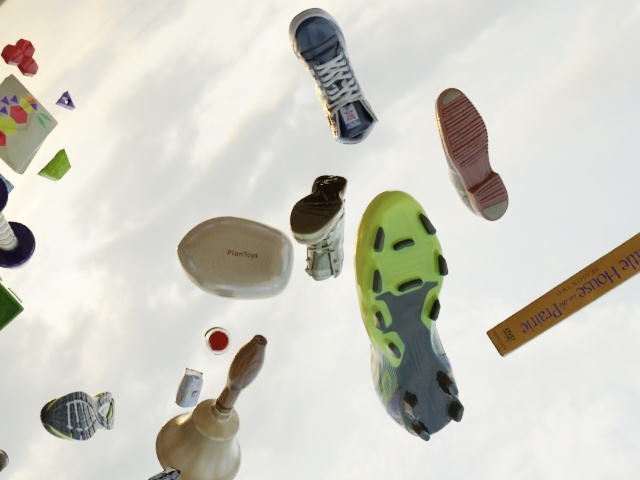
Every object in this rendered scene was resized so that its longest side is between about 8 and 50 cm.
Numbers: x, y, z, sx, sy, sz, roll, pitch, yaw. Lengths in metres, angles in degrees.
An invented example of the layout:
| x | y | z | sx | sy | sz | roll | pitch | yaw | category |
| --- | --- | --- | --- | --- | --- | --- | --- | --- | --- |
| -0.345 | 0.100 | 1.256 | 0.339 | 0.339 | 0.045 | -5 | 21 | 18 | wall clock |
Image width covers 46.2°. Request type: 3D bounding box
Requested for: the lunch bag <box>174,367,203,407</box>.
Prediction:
| x | y | z | sx | sy | sz | roll | pitch | yaw | category |
| --- | --- | --- | --- | --- | --- | --- | --- | --- | --- |
| -0.290 | 0.328 | 1.660 | 0.083 | 0.053 | 0.071 | -150 | -102 | -85 | lunch bag |

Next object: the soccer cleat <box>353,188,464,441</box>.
| x | y | z | sx | sy | sz | roll | pitch | yaw | category |
| --- | --- | --- | --- | --- | --- | --- | --- | --- | --- |
| 0.072 | 0.075 | 0.754 | 0.093 | 0.289 | 0.121 | -24 | -148 | -17 | soccer cleat |

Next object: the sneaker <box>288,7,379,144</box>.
| x | y | z | sx | sy | sz | roll | pitch | yaw | category |
| --- | --- | --- | --- | --- | --- | --- | --- | --- | --- |
| 0.030 | -0.293 | 1.398 | 0.099 | 0.282 | 0.153 | -25 | -122 | 3 | sneaker |

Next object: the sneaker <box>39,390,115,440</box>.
| x | y | z | sx | sy | sz | roll | pitch | yaw | category |
| --- | --- | --- | --- | --- | --- | --- | --- | --- | --- |
| -0.558 | 0.397 | 1.670 | 0.121 | 0.300 | 0.111 | -11 | -104 | 2 | sneaker |

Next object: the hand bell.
| x | y | z | sx | sy | sz | roll | pitch | yaw | category |
| --- | --- | --- | --- | --- | --- | --- | --- | --- | --- |
| -0.121 | 0.210 | 0.985 | 0.126 | 0.126 | 0.242 | -90 | -155 | -51 | hand bell |

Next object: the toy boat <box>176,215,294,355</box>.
| x | y | z | sx | sy | sz | roll | pitch | yaw | category |
| --- | --- | --- | --- | --- | --- | --- | --- | --- | --- |
| -0.207 | 0.103 | 1.701 | 0.148 | 0.267 | 0.318 | 142 | -40 | -78 | toy boat |

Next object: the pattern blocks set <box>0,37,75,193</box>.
| x | y | z | sx | sy | sz | roll | pitch | yaw | category |
| --- | --- | --- | --- | --- | --- | --- | --- | --- | --- |
| -0.614 | -0.236 | 1.499 | 0.026 | 0.285 | 0.325 | -18 | -154 | 34 | pattern blocks set |

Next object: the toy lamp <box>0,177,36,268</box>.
| x | y | z | sx | sy | sz | roll | pitch | yaw | category |
| --- | --- | --- | --- | --- | --- | --- | --- | --- | --- |
| -0.463 | -0.016 | 1.087 | 0.080 | 0.080 | 0.274 | -57 | -178 | -21 | toy lamp |

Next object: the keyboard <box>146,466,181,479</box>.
| x | y | z | sx | sy | sz | roll | pitch | yaw | category |
| --- | --- | --- | --- | --- | --- | --- | --- | --- | --- |
| -0.224 | 0.350 | 0.869 | 0.038 | 0.100 | 0.192 | 25 | -90 | 19 | keyboard |

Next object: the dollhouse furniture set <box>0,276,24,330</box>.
| x | y | z | sx | sy | sz | roll | pitch | yaw | category |
| --- | --- | --- | --- | --- | --- | --- | --- | --- | --- |
| -0.728 | 0.061 | 1.428 | 0.151 | 0.301 | 0.197 | -42 | -160 | -16 | dollhouse furniture set |

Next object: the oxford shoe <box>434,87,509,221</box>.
| x | y | z | sx | sy | sz | roll | pitch | yaw | category |
| --- | --- | --- | --- | --- | --- | --- | --- | --- | --- |
| 0.390 | -0.234 | 2.094 | 0.140 | 0.397 | 0.146 | -28 | -161 | -17 | oxford shoe |

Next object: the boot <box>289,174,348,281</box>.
| x | y | z | sx | sy | sz | roll | pitch | yaw | category |
| --- | --- | --- | --- | --- | --- | --- | --- | --- | --- |
| 0.000 | 0.000 | 1.250 | 0.077 | 0.165 | 0.213 | 8 | -152 | 10 | boot |

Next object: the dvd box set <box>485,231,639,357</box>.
| x | y | z | sx | sy | sz | roll | pitch | yaw | category |
| --- | --- | --- | --- | --- | --- | --- | --- | --- | --- |
| 0.525 | 0.060 | 1.361 | 0.420 | 0.308 | 0.062 | -40 | -106 | 27 | dvd box set |

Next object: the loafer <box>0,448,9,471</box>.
| x | y | z | sx | sy | sz | roll | pitch | yaw | category |
| --- | --- | --- | --- | --- | --- | --- | --- | --- | --- |
| -0.640 | 0.422 | 1.420 | 0.148 | 0.056 | 0.050 | -23 | -169 | 25 | loafer |
